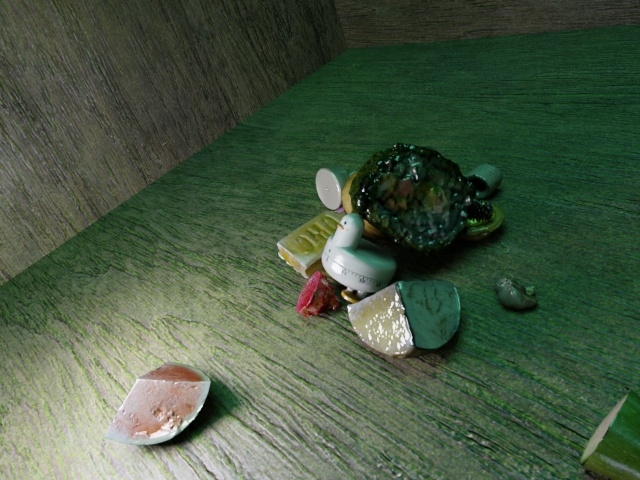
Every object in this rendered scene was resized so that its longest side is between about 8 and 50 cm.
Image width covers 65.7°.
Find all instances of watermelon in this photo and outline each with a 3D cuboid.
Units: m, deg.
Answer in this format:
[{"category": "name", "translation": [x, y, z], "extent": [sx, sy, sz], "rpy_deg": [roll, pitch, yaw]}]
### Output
[{"category": "watermelon", "translation": [-0.426, 0.438, 1.370], "extent": [0.260, 0.176, 0.256], "rpy_deg": [9, 49, 7]}]

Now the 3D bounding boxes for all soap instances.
[{"category": "soap", "translation": [0.000, 0.000, 1.668], "extent": [0.257, 0.080, 0.160], "rpy_deg": [-36, 53, -24]}]

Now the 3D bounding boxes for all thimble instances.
[{"category": "thimble", "translation": [0.570, -0.210, 1.741], "extent": [0.090, 0.102, 0.115], "rpy_deg": [-40, 44, -25]}]

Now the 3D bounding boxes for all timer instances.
[{"category": "timer", "translation": [0.123, 0.044, 1.513], "extent": [0.233, 0.240, 0.233], "rpy_deg": [21, 16, -6]}, {"category": "timer", "translation": [0.135, -0.247, 2.034], "extent": [0.266, 0.175, 0.175], "rpy_deg": [-22, 30, -27]}]

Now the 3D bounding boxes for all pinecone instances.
[{"category": "pinecone", "translation": [0.487, -0.088, 1.516], "extent": [0.083, 0.077, 0.077], "rpy_deg": [22, 46, 8]}]

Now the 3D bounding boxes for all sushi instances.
[{"category": "sushi", "translation": [0.281, -0.132, 1.490], "extent": [0.294, 0.352, 0.178], "rpy_deg": [-58, 13, 2]}]

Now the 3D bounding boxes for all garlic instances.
[{"category": "garlic", "translation": [0.512, 0.142, 1.307], "extent": [0.113, 0.094, 0.074], "rpy_deg": [17, 90, 37]}]

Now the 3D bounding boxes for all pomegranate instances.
[{"category": "pomegranate", "translation": [0.210, -0.142, 1.716], "extent": [0.281, 0.281, 0.281], "rpy_deg": [-15, 34, 11]}]

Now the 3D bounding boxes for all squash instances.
[{"category": "squash", "translation": [0.564, 0.366, 0.896], "extent": [0.122, 0.170, 0.170], "rpy_deg": [28, 57, 35]}]

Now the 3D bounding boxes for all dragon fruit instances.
[{"category": "dragon fruit", "translation": [0.000, 0.186, 1.546], "extent": [0.153, 0.111, 0.153], "rpy_deg": [-55, 11, 16]}]

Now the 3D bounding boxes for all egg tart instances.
[{"category": "egg tart", "translation": [0.498, -0.058, 1.596], "extent": [0.191, 0.074, 0.191], "rpy_deg": [-16, 33, 11]}]

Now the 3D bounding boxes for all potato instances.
[{"category": "potato", "translation": [0.228, 0.231, 1.342], "extent": [0.264, 0.211, 0.190], "rpy_deg": [-34, 59, 49]}]

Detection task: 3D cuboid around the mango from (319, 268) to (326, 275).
[{"category": "mango", "translation": [-0.016, 0.067, 1.719], "extent": [0.102, 0.085, 0.184], "rpy_deg": [-25, 44, -8]}]

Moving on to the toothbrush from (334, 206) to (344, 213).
[{"category": "toothbrush", "translation": [0.137, -0.150, 1.987], "extent": [0.286, 0.020, 0.025], "rpy_deg": [-28, 25, -9]}]
